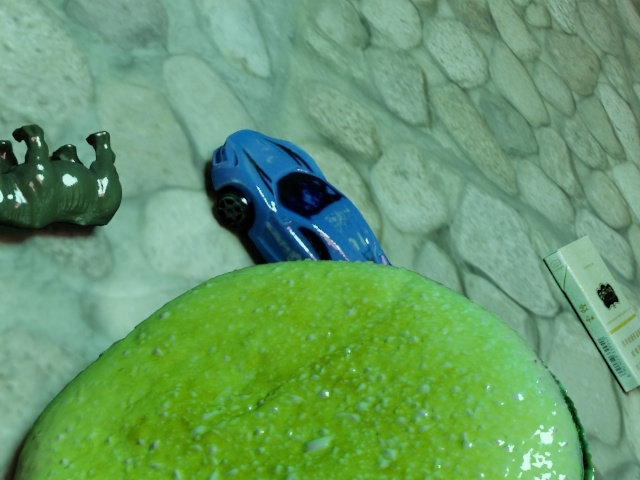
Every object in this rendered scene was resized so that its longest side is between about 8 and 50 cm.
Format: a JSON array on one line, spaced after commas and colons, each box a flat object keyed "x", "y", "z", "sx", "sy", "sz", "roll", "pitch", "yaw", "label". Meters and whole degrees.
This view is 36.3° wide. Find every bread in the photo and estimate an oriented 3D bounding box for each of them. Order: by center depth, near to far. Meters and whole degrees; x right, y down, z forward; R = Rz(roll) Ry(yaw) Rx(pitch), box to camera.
[{"x": -0.016, "y": 0.111, "z": 0.494, "sx": 0.301, "sy": 0.301, "sz": 0.045, "roll": -76, "pitch": 159, "yaw": -47, "label": "bread"}]

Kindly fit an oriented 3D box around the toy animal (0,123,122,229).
[{"x": -0.182, "y": -0.036, "z": 0.605, "sx": 0.135, "sy": 0.047, "sz": 0.065, "roll": -1, "pitch": 70, "yaw": -54, "label": "toy animal"}]

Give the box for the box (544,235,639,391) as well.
[{"x": 0.314, "y": 0.077, "z": 1.076, "sx": 0.090, "sy": 0.024, "sz": 0.167, "roll": -17, "pitch": 74, "yaw": -52, "label": "box"}]

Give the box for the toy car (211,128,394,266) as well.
[{"x": 0.000, "y": 0.000, "z": 0.760, "sx": 0.216, "sy": 0.063, "sz": 0.103, "roll": 54, "pitch": 37, "yaw": 1, "label": "toy car"}]
